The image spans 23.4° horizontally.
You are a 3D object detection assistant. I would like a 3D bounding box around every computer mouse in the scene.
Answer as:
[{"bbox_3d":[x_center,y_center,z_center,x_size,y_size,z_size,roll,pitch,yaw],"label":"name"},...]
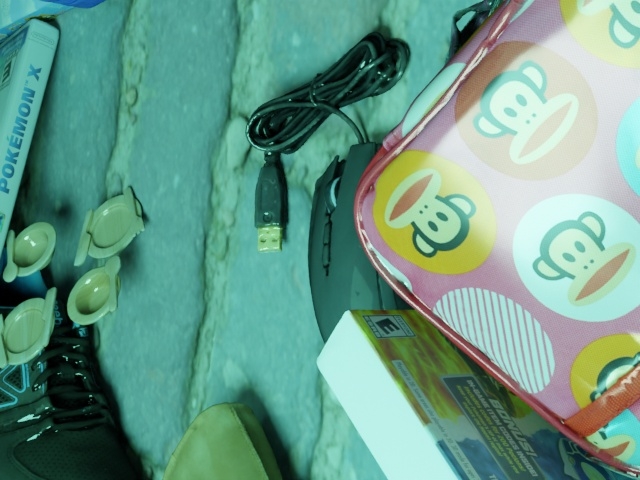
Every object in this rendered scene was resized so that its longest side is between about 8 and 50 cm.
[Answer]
[{"bbox_3d":[0.000,0.000,1.072,0.184,0.060,0.262,-22,71,51],"label":"computer mouse"}]

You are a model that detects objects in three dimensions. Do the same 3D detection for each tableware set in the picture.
[{"bbox_3d":[-0.221,0.030,1.335,0.169,0.020,0.141,-22,49,24],"label":"tableware set"}]

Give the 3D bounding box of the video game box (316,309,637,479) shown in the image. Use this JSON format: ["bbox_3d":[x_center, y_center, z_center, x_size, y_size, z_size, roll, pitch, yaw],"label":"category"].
[{"bbox_3d":[0.123,0.118,0.794,0.205,0.187,0.048,56,128,38],"label":"video game box"}]

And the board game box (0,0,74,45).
[{"bbox_3d":[-0.297,-0.284,1.505,0.211,0.039,0.160,-11,81,53],"label":"board game box"}]

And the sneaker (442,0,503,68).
[{"bbox_3d":[0.124,-0.120,0.853,0.112,0.121,0.299,44,125,47],"label":"sneaker"}]

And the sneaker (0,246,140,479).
[{"bbox_3d":[-0.250,0.133,1.365,0.341,0.125,0.139,43,118,43],"label":"sneaker"}]

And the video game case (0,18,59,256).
[{"bbox_3d":[-0.374,-0.034,1.526,0.329,0.036,0.300,-21,52,52],"label":"video game case"}]

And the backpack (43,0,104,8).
[{"bbox_3d":[-0.215,-0.260,1.341,0.120,0.101,0.098,-17,69,56],"label":"backpack"}]

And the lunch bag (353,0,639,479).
[{"bbox_3d":[0.185,-0.031,0.707,0.258,0.120,0.293,41,125,0],"label":"lunch bag"}]

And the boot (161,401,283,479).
[{"bbox_3d":[-0.050,0.293,1.128,0.236,0.089,0.269,-61,43,26],"label":"boot"}]
